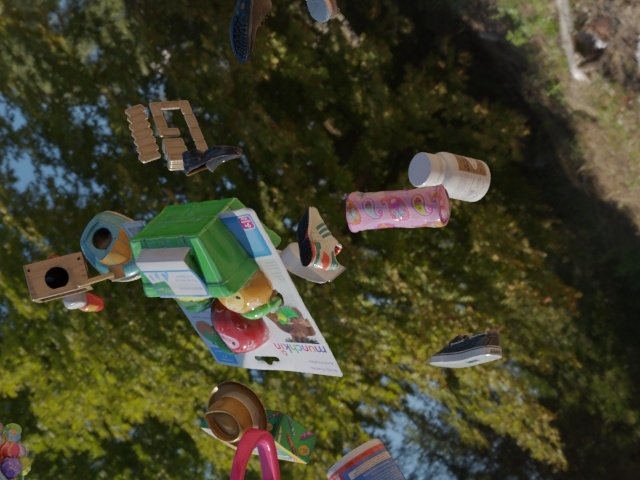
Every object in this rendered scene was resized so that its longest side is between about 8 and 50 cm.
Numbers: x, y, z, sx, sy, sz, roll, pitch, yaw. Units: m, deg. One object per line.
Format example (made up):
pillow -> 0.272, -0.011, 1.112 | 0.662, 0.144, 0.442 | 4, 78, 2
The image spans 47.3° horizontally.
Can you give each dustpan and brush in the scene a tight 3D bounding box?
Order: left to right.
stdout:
dustpan and brush -> -0.061, 0.037, 1.558 | 0.211, 0.060, 0.147 | 34, -163, 8

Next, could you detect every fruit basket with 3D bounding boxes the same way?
fruit basket -> -0.162, 0.105, 1.263 | 0.165, 0.327, 0.352 | -44, -59, -41

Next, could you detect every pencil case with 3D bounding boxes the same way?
pencil case -> 0.207, -0.089, 1.995 | 0.124, 0.284, 0.124 | -2, -90, -65

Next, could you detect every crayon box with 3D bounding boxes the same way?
crayon box -> -0.171, 0.528, 2.009 | 0.165, 0.279, 0.081 | 47, -127, -39

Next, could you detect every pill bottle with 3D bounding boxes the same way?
pill bottle -> 0.118, 0.489, 1.342 | 0.221, 0.124, 0.124 | 54, -169, 23
pill bottle -> 0.382, -0.194, 2.179 | 0.229, 0.131, 0.131 | 7, -147, -33

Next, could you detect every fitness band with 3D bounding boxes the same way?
fitness band -> -0.164, 0.586, 1.746 | 0.209, 0.054, 0.290 | -55, -34, -52

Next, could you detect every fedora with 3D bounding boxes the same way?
fedora -> -0.226, 0.450, 1.842 | 0.194, 0.194, 0.079 | 51, -150, 16

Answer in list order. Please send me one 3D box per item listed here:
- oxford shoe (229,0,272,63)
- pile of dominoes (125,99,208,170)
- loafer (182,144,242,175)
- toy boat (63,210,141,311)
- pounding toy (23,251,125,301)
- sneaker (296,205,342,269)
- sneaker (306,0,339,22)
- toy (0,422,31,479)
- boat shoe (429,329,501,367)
oxford shoe -> -0.155, -0.528, 1.719 | 0.096, 0.227, 0.083 | -11, -144, -38
pile of dominoes -> -0.437, -0.297, 2.057 | 0.196, 0.040, 0.251 | -8, -129, -24
loafer -> -0.274, -0.203, 1.866 | 0.062, 0.170, 0.061 | 20, -115, -62
toy boat -> -0.651, 0.074, 2.207 | 0.268, 0.318, 0.148 | 27, 178, 23
pounding toy -> -0.556, 0.068, 1.661 | 0.181, 0.206, 0.094 | 153, 102, -74
sneaker -> 0.000, 0.000, 1.420 | 0.075, 0.057, 0.161 | 18, -144, -20
sneaker -> -0.008, -0.498, 1.401 | 0.065, 0.061, 0.157 | -33, -71, -46
toy -> -0.704, 0.495, 1.670 | 0.136, 0.056, 0.237 | 58, 173, -28
boat shoe -> 0.357, 0.268, 1.797 | 0.078, 0.219, 0.070 | 19, -117, -33
